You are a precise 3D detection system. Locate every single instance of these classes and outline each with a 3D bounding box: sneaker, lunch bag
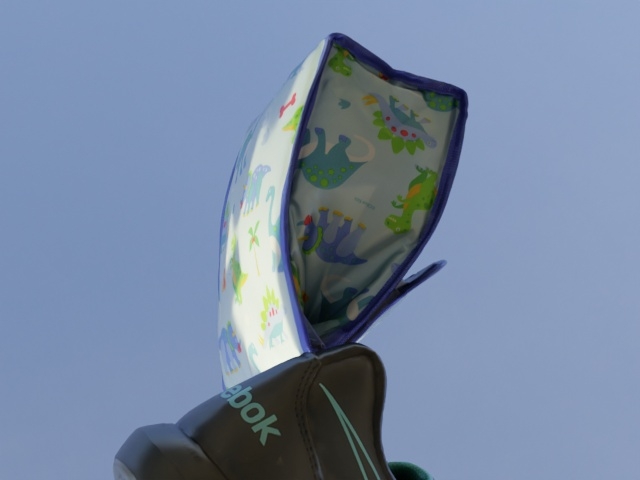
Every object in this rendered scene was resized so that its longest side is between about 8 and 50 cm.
[{"bbox_3d":[0.024,0.158,0.467,0.106,0.267,0.101,-36,-148,-18],"label":"sneaker"},{"bbox_3d":[0.000,0.000,0.563,0.096,0.129,0.151,23,-113,-12],"label":"lunch bag"}]
